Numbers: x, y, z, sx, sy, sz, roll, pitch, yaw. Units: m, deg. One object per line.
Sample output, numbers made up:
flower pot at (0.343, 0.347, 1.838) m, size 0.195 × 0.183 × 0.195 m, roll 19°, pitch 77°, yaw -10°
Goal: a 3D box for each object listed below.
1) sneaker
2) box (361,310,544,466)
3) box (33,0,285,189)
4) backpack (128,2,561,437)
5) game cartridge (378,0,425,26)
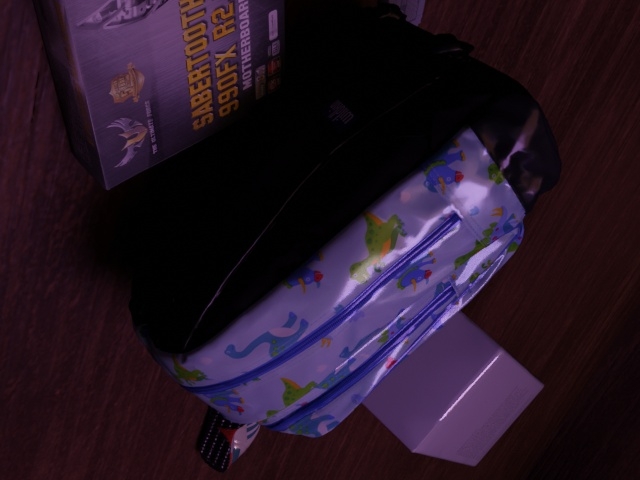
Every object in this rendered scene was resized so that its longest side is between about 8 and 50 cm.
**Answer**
sneaker at (-0.102, 0.220, 1.157) m, size 0.075 × 0.057 × 0.161 m, roll -34°, pitch 150°, yaw -56°
box at (0.152, 0.172, 1.251) m, size 0.168 × 0.215 × 0.345 m, roll -50°, pitch 153°, yaw 1°
box at (-0.112, -0.171, 0.669) m, size 0.183 × 0.056 × 0.231 m, roll -33°, pitch 147°, yaw -27°
backpack at (0.000, 0.000, 0.798) m, size 0.355 × 0.290 × 0.273 m, roll -35°, pitch 127°, yaw -9°
game cartridge at (0.081, -0.239, 0.887) m, size 0.056 × 0.017 × 0.083 m, roll -32°, pitch 147°, yaw -33°
